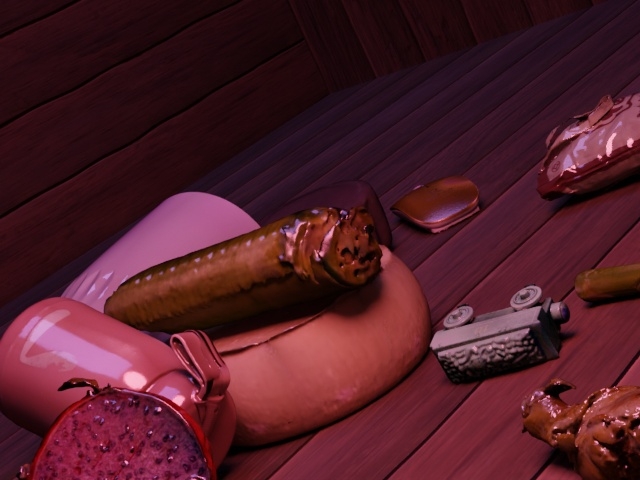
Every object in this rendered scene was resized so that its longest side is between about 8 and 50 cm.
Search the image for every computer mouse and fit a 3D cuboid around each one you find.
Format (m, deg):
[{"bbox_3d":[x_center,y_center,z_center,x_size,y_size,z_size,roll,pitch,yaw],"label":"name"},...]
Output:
[{"bbox_3d":[0.192,-0.066,2.397,0.126,0.056,0.245,-26,11,-6],"label":"computer mouse"}]

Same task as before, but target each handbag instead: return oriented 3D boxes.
[{"bbox_3d":[0.439,-0.153,2.099,0.235,0.127,0.213,-22,15,27],"label":"handbag"}]

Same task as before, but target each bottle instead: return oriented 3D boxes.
[{"bbox_3d":[-0.241,0.175,1.693,0.297,0.206,0.173,22,16,35],"label":"bottle"}]

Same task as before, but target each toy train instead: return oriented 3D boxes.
[{"bbox_3d":[0.204,0.112,1.623,0.172,0.070,0.099,-18,25,32],"label":"toy train"}]

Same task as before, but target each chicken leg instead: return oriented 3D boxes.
[{"bbox_3d":[0.245,0.170,1.253,0.103,0.088,0.227,-47,24,-25],"label":"chicken leg"}]

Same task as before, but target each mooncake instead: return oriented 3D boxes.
[{"bbox_3d":[0.000,0.000,2.312,0.245,0.133,0.245,-24,12,6],"label":"mooncake"}]

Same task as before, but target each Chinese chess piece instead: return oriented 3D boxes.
[{"bbox_3d":[-0.023,0.130,1.821,0.338,0.140,0.338,-23,12,5],"label":"Chinese chess piece"}]

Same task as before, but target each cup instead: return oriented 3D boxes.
[{"bbox_3d":[-0.239,0.108,2.072,0.253,0.253,0.371,-16,17,36],"label":"cup"}]

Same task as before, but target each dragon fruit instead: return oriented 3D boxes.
[{"bbox_3d":[-0.198,0.275,1.533,0.223,0.218,0.148,22,-5,20],"label":"dragon fruit"}]

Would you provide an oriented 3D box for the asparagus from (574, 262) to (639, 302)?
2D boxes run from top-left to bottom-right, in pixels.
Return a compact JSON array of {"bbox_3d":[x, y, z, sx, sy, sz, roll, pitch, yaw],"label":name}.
[{"bbox_3d":[0.377,0.043,1.621,0.178,0.041,0.045,-13,-27,44],"label":"asparagus"}]

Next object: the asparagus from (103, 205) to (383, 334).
[{"bbox_3d":[-0.102,0.045,1.750,0.382,0.108,0.128,-17,13,36],"label":"asparagus"}]
